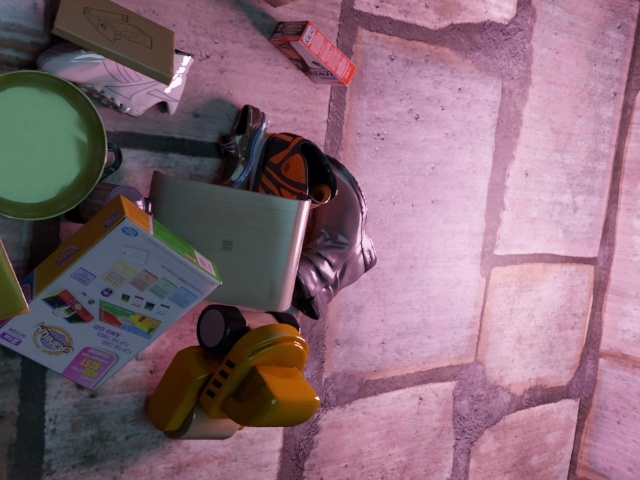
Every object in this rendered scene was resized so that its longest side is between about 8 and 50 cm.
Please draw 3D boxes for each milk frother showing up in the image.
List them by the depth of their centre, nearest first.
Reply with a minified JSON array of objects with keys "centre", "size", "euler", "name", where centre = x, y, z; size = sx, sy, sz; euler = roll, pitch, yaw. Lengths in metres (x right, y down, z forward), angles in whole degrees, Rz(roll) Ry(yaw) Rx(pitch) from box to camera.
[{"centre":[-0.362,-0.096,1.541],"size":[0.129,0.135,0.143],"euler":[-28,118,-41],"name":"milk frother"}]

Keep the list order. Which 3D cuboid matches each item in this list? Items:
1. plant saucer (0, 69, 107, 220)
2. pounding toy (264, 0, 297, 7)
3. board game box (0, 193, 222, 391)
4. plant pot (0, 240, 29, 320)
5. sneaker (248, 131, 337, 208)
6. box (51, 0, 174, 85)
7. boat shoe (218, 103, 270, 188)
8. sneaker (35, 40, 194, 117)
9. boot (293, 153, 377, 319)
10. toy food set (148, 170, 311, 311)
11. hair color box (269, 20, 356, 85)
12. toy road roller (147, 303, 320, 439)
[{"centre":[-0.469,-0.153,1.453],"size":[0.241,0.037,0.240],"euler":[-5,102,-24],"name":"plant saucer"},{"centre":[-0.106,-0.585,1.722],"size":[0.181,0.094,0.206],"euler":[25,72,-40],"name":"pounding toy"},{"centre":[-0.364,0.098,1.521],"size":[0.317,0.064,0.242],"euler":[-39,133,10],"name":"board game box"},{"centre":[-0.578,0.025,1.319],"size":[0.187,0.212,0.212],"euler":[-27,118,-24],"name":"plant pot"},{"centre":[-0.068,-0.055,1.813],"size":[0.125,0.180,0.320],"euler":[-4,102,-45],"name":"sneaker"},{"centre":[-0.333,-0.340,1.472],"size":[0.201,0.164,0.021],"euler":[23,123,-25],"name":"box"},{"centre":[-0.166,-0.186,1.775],"size":[0.066,0.066,0.183],"euler":[38,63,-38],"name":"boat shoe"},{"centre":[-0.345,-0.275,1.542],"size":[0.297,0.111,0.129],"euler":[-3,108,-44],"name":"sneaker"},{"centre":[0.000,0.000,1.939],"size":[0.223,0.118,0.338],"euler":[-41,126,-29],"name":"boot"},{"centre":[-0.181,0.002,1.699],"size":[0.306,0.092,0.219],"euler":[10,100,-13],"name":"toy food set"},{"centre":[-0.015,-0.384,1.852],"size":[0.167,0.093,0.053],"euler":[37,73,-43],"name":"hair color box"},{"centre":[-0.149,0.291,1.707],"size":[0.203,0.240,0.329],"euler":[13,119,-45],"name":"toy road roller"}]
